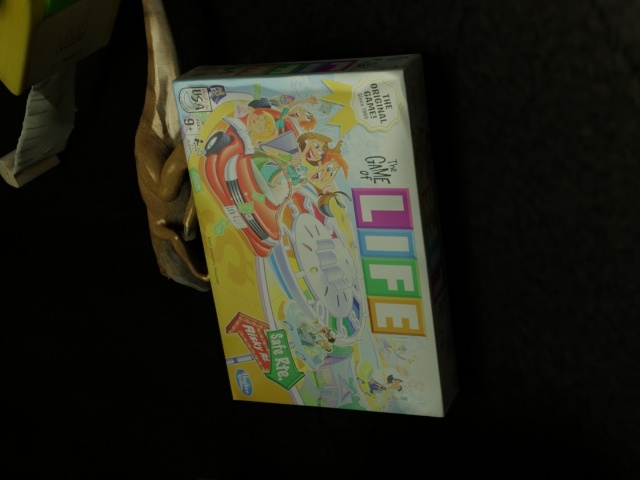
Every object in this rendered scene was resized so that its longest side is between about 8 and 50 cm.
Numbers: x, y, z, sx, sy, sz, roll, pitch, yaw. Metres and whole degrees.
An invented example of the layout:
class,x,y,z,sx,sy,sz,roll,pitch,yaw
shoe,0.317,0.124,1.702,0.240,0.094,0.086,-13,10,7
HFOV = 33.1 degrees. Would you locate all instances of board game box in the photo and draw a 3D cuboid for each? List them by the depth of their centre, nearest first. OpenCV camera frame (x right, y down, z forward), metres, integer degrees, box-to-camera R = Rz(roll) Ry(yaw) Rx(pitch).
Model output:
class,x,y,z,sx,sy,sz,roll,pitch,yaw
board game box,0.000,0.000,0.464,0.104,0.026,0.154,0,113,23

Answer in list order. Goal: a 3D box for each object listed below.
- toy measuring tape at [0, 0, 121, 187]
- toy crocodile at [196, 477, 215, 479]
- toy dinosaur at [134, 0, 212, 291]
class,x,y,z,sx,sy,sz,roll,pitch,yaw
toy measuring tape,-0.169,-0.138,0.572,0.121,0.121,0.330,59,154,9
toy crocodile,0.019,0.247,0.561,0.341,0.105,0.115,31,92,33
toy dinosaur,-0.073,-0.047,0.535,0.112,0.064,0.211,33,134,38
